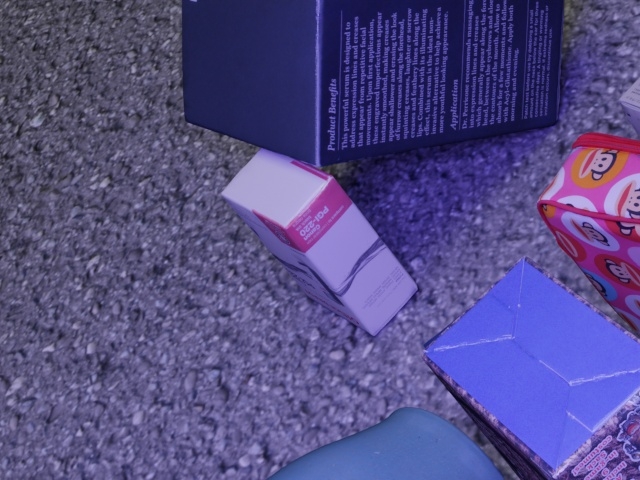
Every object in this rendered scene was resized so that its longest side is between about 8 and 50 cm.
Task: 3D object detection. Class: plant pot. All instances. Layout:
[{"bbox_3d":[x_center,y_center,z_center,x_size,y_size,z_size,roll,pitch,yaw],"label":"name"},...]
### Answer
[{"bbox_3d":[0.052,0.311,1.637,0.255,0.272,0.271,-39,33,-27],"label":"plant pot"}]

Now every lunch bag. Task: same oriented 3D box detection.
[{"bbox_3d":[0.352,0.020,1.650,0.258,0.293,0.120,14,65,47],"label":"lunch bag"}]

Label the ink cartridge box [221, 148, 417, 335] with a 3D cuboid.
[{"bbox_3d":[0.000,0.000,2.027,0.092,0.218,0.158,-49,37,-10],"label":"ink cartridge box"}]

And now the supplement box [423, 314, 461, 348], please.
[{"bbox_3d":[0.171,0.144,1.841,0.056,0.083,0.083,-38,37,-1],"label":"supplement box"}]

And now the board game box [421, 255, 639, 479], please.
[{"bbox_3d":[0.265,0.192,1.534,0.141,0.291,0.232,-43,36,-4],"label":"board game box"}]

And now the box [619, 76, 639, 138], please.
[{"bbox_3d":[0.486,-0.210,1.934,0.275,0.113,0.094,-46,38,-9],"label":"box"}]

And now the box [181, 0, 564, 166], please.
[{"bbox_3d":[0.066,-0.246,2.084,0.395,0.212,0.293,-11,21,-35],"label":"box"}]
